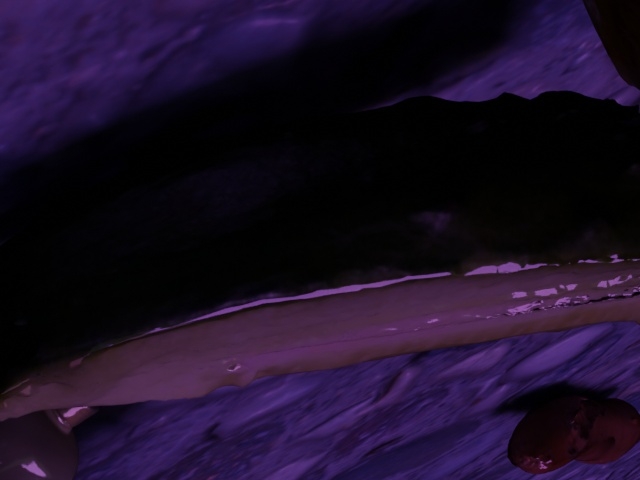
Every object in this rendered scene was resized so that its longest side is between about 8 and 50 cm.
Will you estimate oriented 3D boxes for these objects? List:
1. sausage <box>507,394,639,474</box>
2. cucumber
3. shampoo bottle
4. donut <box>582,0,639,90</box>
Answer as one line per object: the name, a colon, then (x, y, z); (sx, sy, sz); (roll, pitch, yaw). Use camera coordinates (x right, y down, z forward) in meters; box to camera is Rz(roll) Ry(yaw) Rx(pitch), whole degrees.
sausage: (0.254, 0.190, 1.731); (0.078, 0.078, 0.304); (-36, 162, 18)
cucumber: (0.000, -0.003, 0.744); (0.325, 0.145, 0.105); (-10, 145, -15)
shampoo bottle: (-0.170, 0.104, 0.856); (0.162, 0.079, 0.079); (-31, 162, 4)
donut: (0.196, -0.056, 0.641); (0.160, 0.330, 0.330); (-26, 162, 5)
